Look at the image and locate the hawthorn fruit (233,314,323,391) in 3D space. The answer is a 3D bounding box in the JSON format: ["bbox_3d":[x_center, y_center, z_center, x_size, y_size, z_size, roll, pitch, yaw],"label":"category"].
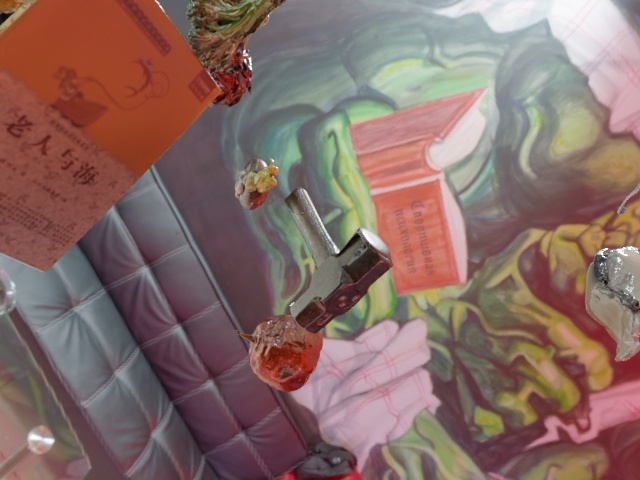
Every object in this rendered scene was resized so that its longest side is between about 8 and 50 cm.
[{"bbox_3d":[-0.124,0.289,1.341,0.243,0.207,0.207,22,24,-18],"label":"hawthorn fruit"}]

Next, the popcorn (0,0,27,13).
[{"bbox_3d":[-0.618,-0.545,0.892,0.251,0.237,0.205,66,29,-65],"label":"popcorn"}]

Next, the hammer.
[{"bbox_3d":[0.000,0.000,1.155,0.095,0.242,0.408,27,23,-34],"label":"hammer"}]

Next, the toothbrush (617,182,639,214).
[{"bbox_3d":[0.634,-0.108,0.994,0.011,0.013,0.131,-56,166,-57],"label":"toothbrush"}]

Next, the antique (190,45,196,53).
[{"bbox_3d":[-0.419,-0.508,1.437,0.015,0.192,0.031,30,36,-58],"label":"antique"}]

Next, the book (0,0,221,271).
[{"bbox_3d":[-0.328,-0.150,0.648,0.032,0.389,0.269,38,-7,31],"label":"book"}]

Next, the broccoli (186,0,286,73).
[{"bbox_3d":[-0.102,-0.318,0.693,0.122,0.204,0.118,19,68,-42],"label":"broccoli"}]

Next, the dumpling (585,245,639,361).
[{"bbox_3d":[0.639,0.129,1.075,0.293,0.164,0.204,-57,172,-45],"label":"dumpling"}]

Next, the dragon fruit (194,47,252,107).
[{"bbox_3d":[-0.277,-0.463,1.391,0.182,0.183,0.188,-102,-155,-62],"label":"dragon fruit"}]

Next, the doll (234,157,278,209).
[{"bbox_3d":[-0.172,-0.165,1.340,0.096,0.188,0.145,9,58,-28],"label":"doll"}]
